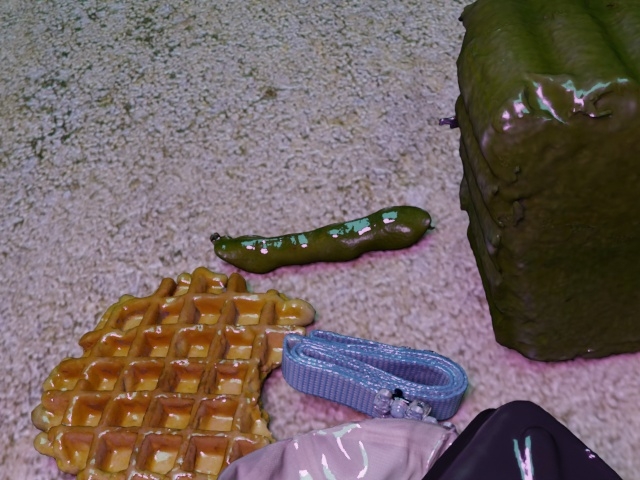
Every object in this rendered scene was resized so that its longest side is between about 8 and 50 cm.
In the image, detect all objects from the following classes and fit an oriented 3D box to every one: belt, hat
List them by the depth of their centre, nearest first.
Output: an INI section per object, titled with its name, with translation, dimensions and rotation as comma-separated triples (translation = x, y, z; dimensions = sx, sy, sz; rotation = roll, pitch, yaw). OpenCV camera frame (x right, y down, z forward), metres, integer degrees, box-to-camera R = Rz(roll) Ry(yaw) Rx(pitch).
[hat]
translation = 0.026, 0.269, 0.813
dimensions = 0.219, 0.164, 0.226
rotation = -11, 82, -14
[belt]
translation = 0.045, 0.140, 0.924
dimensions = 0.179, 0.065, 0.100
rotation = 12, 45, 9

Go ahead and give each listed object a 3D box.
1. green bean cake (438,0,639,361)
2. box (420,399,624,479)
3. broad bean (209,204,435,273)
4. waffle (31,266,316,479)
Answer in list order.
[green bean cake]
translation = 0.284, -0.069, 0.909
dimensions = 0.334, 0.319, 0.218
rotation = -6, 41, 5
[box]
translation = 0.149, 0.291, 0.656
dimensions = 0.290, 0.073, 0.289
rotation = 46, 63, 4
[broad bean]
translation = 0.001, 0.001, 1.106
dimensions = 0.256, 0.052, 0.053
rotation = -8, 67, 8
[waffle]
translation = -0.145, 0.146, 0.996
dimensions = 0.281, 0.058, 0.301
rotation = 18, 53, 29
